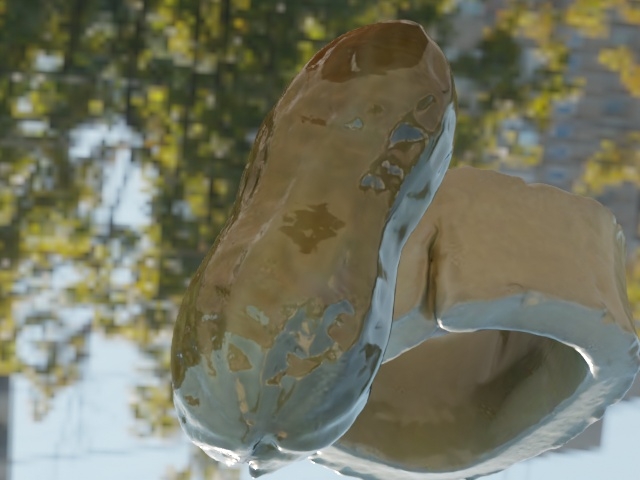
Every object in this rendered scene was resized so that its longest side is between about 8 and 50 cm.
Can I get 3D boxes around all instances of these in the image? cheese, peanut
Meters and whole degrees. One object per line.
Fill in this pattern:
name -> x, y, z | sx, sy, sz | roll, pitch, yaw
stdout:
cheese -> 0.110, 0.079, 1.700 | 0.292, 0.332, 0.153 | 26, -137, -34
peanut -> 0.000, 0.000, 1.254 | 0.149, 0.313, 0.149 | 23, 169, 5
